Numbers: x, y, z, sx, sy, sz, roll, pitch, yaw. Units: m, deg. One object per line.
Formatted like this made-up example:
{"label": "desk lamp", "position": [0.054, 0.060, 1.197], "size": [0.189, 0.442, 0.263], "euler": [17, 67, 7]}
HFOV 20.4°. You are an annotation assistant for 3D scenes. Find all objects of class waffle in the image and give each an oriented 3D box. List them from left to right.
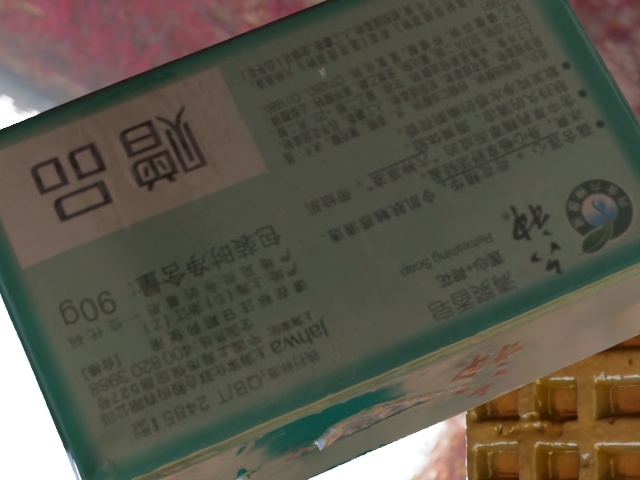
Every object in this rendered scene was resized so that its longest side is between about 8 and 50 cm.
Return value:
{"label": "waffle", "position": [0.213, 0.159, 1.470], "size": [0.055, 0.221, 0.248], "euler": [5, -99, -42]}

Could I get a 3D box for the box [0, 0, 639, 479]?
{"label": "box", "position": [0.000, 0.000, 0.687], "size": [0.245, 0.092, 0.153], "euler": [-21, -112, -10]}
